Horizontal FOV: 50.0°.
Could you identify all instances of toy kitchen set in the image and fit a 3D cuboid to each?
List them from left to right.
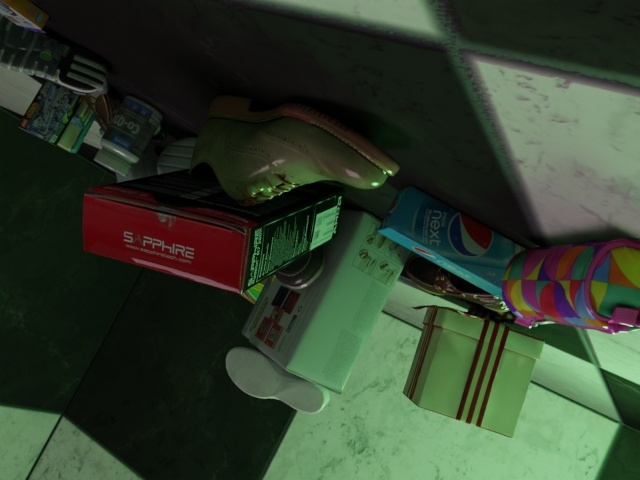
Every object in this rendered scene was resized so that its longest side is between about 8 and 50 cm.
[{"bbox_3d":[-0.495,-0.237,1.546,0.166,0.122,0.207,29,173,-14],"label":"toy kitchen set"}]

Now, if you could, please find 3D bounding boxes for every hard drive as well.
[{"bbox_3d":[0.214,0.093,1.695,0.135,0.022,0.094,22,171,40],"label":"hard drive"}]

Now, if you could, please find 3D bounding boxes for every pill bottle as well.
[{"bbox_3d":[-0.358,-0.192,1.274,0.078,0.137,0.078,27,173,3],"label":"pill bottle"}]

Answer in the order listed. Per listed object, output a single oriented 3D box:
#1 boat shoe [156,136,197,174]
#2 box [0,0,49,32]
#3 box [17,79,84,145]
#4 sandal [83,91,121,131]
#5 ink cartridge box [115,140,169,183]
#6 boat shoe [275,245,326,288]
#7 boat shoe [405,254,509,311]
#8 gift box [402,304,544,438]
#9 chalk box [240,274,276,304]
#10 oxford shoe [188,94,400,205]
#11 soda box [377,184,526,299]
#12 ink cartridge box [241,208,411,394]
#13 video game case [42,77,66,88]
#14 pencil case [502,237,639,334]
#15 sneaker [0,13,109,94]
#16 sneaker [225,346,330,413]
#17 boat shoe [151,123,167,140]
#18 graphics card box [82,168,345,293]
[{"bbox_3d":[-0.168,-0.100,1.295,0.335,0.121,0.119,21,167,32],"label":"boat shoe"},{"bbox_3d":[-0.451,-0.343,0.973,0.081,0.028,0.136,22,174,39],"label":"box"},{"bbox_3d":[-0.559,-0.276,1.433,0.094,0.137,0.027,26,173,19],"label":"box"},{"bbox_3d":[-0.415,-0.260,1.344,0.072,0.049,0.180,37,162,12],"label":"sandal"},{"bbox_3d":[-0.324,-0.134,1.412,0.175,0.072,0.127,6,-134,-36],"label":"ink cartridge box"},{"bbox_3d":[-0.078,-0.017,1.317,0.095,0.112,0.335,43,-170,-26],"label":"boat shoe"},{"bbox_3d":[0.236,0.062,1.178,0.207,0.073,0.073,14,166,33],"label":"boat shoe"},{"bbox_3d":[0.323,0.265,1.545,0.276,0.258,0.255,20,174,-5],"label":"gift box"},{"bbox_3d":[-0.180,-0.019,1.554,0.289,0.180,0.179,51,166,-22],"label":"chalk box"},{"bbox_3d":[-0.045,-0.090,0.845,0.123,0.130,0.348,32,172,-38],"label":"oxford shoe"},{"bbox_3d":[0.188,0.006,0.933,0.210,0.067,0.071,28,173,-5],"label":"soda box"},{"bbox_3d":[0.003,0.097,1.323,0.130,0.309,0.272,30,174,-24],"label":"ink cartridge box"},{"bbox_3d":[-0.544,-0.352,1.288,0.196,0.026,0.274,25,174,19],"label":"video game case"},{"bbox_3d":[0.289,0.054,0.777,0.104,0.104,0.236,28,173,-2],"label":"pencil case"},{"bbox_3d":[-0.454,-0.293,1.128,0.228,0.086,0.132,27,176,-4],"label":"sneaker"},{"bbox_3d":[-0.081,0.267,1.319,0.212,0.080,0.094,25,-175,12],"label":"sneaker"},{"bbox_3d":[-0.368,-0.233,1.417,0.125,0.046,0.038,14,162,31],"label":"boat shoe"},{"bbox_3d":[-0.131,-0.036,0.993,0.232,0.094,0.371,13,-163,17],"label":"graphics card box"}]
